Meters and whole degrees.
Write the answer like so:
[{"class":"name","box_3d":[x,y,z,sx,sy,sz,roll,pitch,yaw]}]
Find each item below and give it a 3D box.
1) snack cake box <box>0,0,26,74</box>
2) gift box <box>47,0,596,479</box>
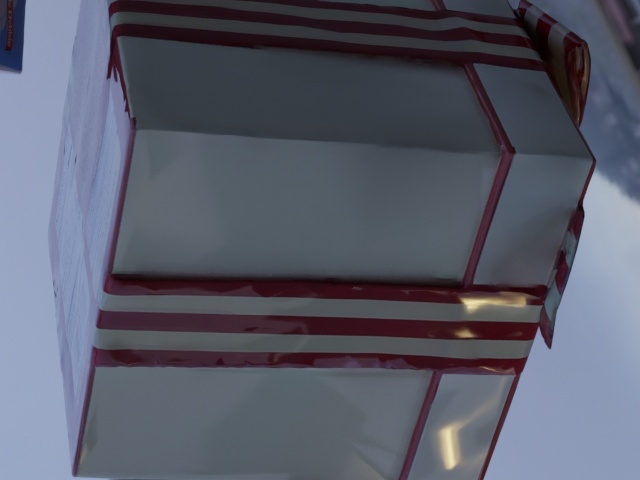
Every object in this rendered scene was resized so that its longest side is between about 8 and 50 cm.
[{"class":"snack cake box","box_3d":[-0.291,-0.175,0.925,0.089,0.264,0.152,-6,-79,-76]},{"class":"gift box","box_3d":[0.000,0.000,0.918,0.276,0.258,0.255,-106,24,-47]}]
